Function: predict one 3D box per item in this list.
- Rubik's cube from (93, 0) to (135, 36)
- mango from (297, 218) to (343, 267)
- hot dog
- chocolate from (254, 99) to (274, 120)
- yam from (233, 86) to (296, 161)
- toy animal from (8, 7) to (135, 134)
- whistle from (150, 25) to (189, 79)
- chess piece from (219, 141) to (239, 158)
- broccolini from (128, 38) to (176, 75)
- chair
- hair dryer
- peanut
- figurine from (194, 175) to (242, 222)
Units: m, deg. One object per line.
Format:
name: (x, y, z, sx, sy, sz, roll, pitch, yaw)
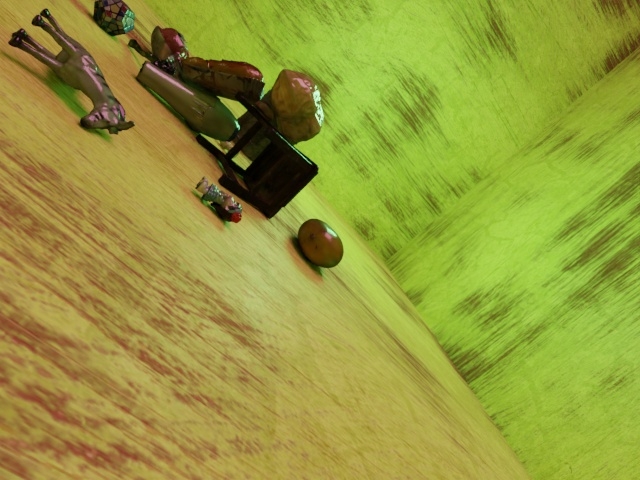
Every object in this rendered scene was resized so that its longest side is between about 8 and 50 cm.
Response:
Rubik's cube: (-0.591, -0.643, 1.221, 0.111, 0.111, 0.093, 35, 43, -58)
mango: (0.000, 0.000, 1.294, 0.156, 0.114, 0.251, 40, 11, -11)
hot dog: (-0.279, -0.457, 1.201, 0.270, 0.082, 0.162, 15, -6, 6)
chocolate: (-0.148, -0.358, 1.171, 0.064, 0.031, 0.101, 46, 2, -13)
yam: (-0.189, -0.473, 1.726, 0.241, 0.348, 0.241, 52, 11, -15)
toy animal: (-0.382, -0.264, 0.672, 0.176, 0.073, 0.217, 49, 1, -44)
whistle: (-0.521, -0.649, 1.535, 0.346, 0.133, 0.142, 61, -24, 25)
chess piece: (-0.309, -0.312, 1.399, 0.092, 0.035, 0.035, 47, 8, 13)
broccolini: (-0.507, -0.556, 1.269, 0.254, 0.057, 0.071, 46, -12, 28)
chair: (-0.124, -0.191, 1.249, 0.416, 0.203, 0.241, 37, 10, -49)
hair dryer: (-0.406, -0.414, 1.226, 0.298, 0.119, 0.296, 35, 3, 34)
peanut: (-0.065, -0.379, 1.237, 0.152, 0.152, 0.313, 50, -7, 11)
figurine: (-0.199, -0.078, 0.843, 0.106, 0.047, 0.060, 43, 1, -24)
